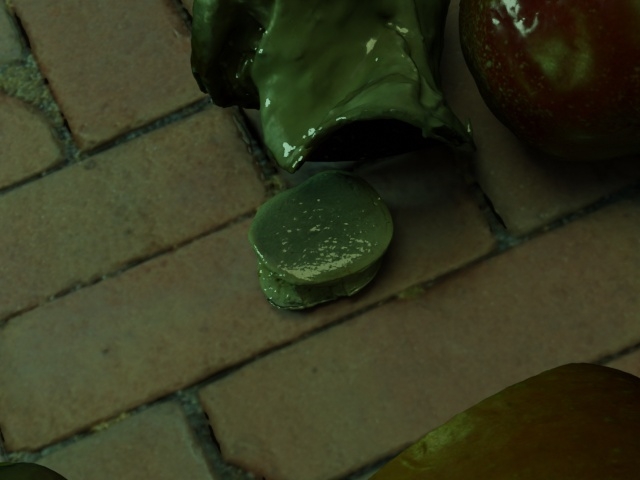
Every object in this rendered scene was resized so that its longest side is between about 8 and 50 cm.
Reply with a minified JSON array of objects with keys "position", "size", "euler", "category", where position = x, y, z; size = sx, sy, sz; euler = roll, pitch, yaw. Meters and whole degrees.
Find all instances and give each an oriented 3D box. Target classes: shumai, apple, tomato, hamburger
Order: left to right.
[{"position":[0.000,0.000,1.807],"size":[0.140,0.062,0.133],"euler":[-23,54,-5],"category":"hamburger"},{"position":[0.058,-0.190,1.831],"size":[0.288,0.292,0.330],"euler":[31,32,24],"category":"shumai"},{"position":[0.154,0.281,1.378],"size":[0.374,0.374,0.384],"euler":[-18,22,1],"category":"apple"},{"position":[0.282,-0.201,1.749],"size":[0.303,0.303,0.239],"euler":[-23,79,-3],"category":"tomato"}]

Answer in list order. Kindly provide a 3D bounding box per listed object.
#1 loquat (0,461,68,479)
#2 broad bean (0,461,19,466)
[{"position":[-0.253,0.297,1.559],"size":[0.179,0.179,0.227],"euler":[-2,82,14],"category":"loquat"},{"position":[-0.323,0.260,1.686],"size":[0.174,0.082,0.124],"euler":[-22,52,-15],"category":"broad bean"}]
